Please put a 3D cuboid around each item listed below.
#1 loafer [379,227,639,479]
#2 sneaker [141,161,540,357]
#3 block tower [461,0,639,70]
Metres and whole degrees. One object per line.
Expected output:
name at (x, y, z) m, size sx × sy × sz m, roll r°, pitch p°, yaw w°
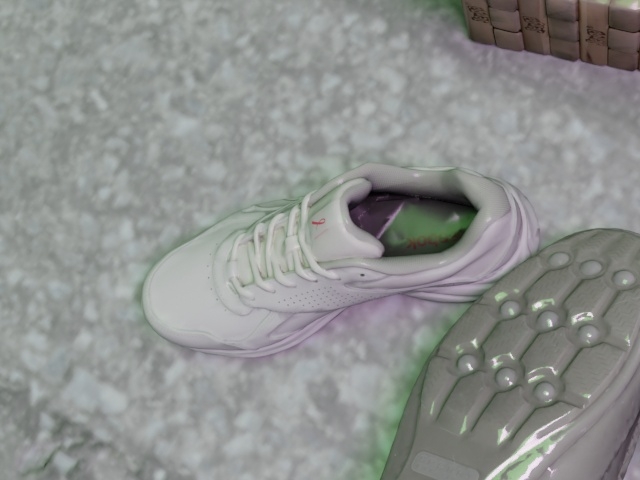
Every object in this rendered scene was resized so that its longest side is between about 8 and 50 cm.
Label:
loafer at (0.090, 0.133, 0.604) m, size 0.112 × 0.111 × 0.319 m, roll 20°, pitch 65°, yaw 42°
sneaker at (0.000, 0.000, 0.650) m, size 0.232 × 0.115 × 0.090 m, roll -17°, pitch 72°, yaw 10°
block tower at (0.234, -0.135, 0.639) m, size 0.336 × 0.097 × 0.091 m, roll 15°, pitch 80°, yaw 16°
